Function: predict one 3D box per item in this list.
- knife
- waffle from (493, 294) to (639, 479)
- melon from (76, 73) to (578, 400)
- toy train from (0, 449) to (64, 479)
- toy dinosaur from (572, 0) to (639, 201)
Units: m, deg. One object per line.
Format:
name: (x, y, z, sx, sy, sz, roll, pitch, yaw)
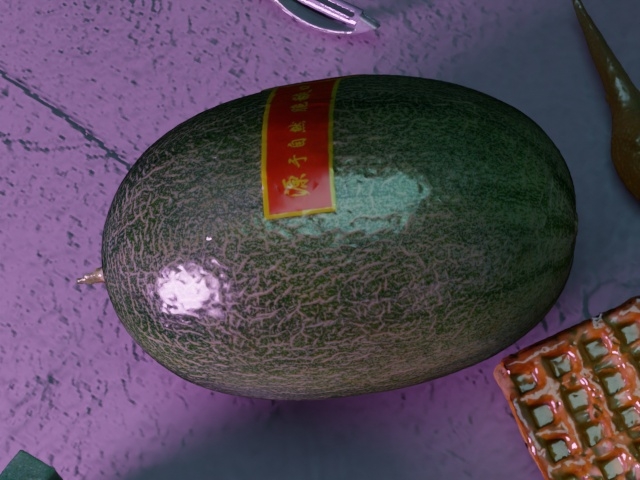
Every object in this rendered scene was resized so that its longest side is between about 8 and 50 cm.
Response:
knife: (-0.042, -0.166, 1.213, 0.184, 0.026, 0.022, 27, 36, 19)
waffle: (0.183, 0.087, 1.070, 0.148, 0.042, 0.102, -25, 69, -1)
melon: (0.000, 0.000, 1.059, 0.288, 0.182, 0.182, -10, 68, 6)
toy train: (-0.102, 0.185, 1.043, 0.178, 0.104, 0.071, 27, 71, 16)
toy dinosaur: (0.186, -0.061, 1.131, 0.162, 0.039, 0.126, 31, 78, 19)
